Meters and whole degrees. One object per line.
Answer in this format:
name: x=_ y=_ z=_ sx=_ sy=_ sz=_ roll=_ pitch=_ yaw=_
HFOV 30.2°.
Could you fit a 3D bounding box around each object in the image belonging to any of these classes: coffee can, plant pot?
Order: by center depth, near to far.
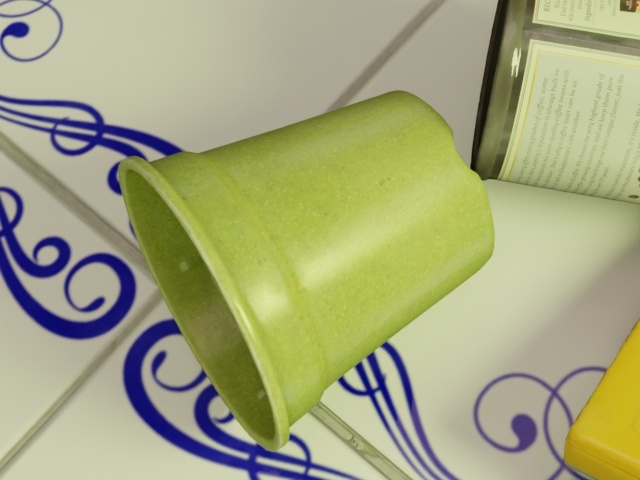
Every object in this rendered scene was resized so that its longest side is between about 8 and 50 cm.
coffee can: x=0.282 y=-0.129 z=1.021 sx=0.275 sy=0.201 sz=0.201 roll=10 pitch=68 yaw=4
plant pot: x=0.000 y=0.000 z=1.036 sx=0.254 sy=0.276 sz=0.276 roll=-28 pitch=65 yaw=-17

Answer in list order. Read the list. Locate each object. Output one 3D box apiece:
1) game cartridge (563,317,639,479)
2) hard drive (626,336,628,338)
game cartridge: x=0.400 y=0.134 z=0.933 sx=0.324 sy=0.052 sz=0.285 roll=23 pitch=54 yaw=26
hard drive: x=0.345 y=0.235 z=0.913 sx=0.233 sy=0.047 sz=0.353 roll=6 pitch=48 yaw=11
